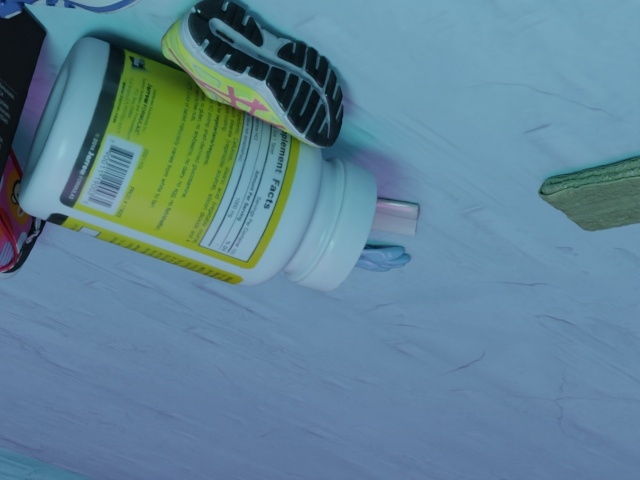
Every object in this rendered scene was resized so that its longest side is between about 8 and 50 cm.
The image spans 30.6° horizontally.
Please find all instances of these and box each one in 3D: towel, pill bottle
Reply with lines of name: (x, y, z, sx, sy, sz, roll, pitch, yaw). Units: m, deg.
towel: (0.319, -0.049, 1.244, 0.148, 0.027, 0.110, -15, 146, 41)
pill bottle: (-0.120, -0.063, 1.198, 0.334, 0.188, 0.188, 20, 154, -20)

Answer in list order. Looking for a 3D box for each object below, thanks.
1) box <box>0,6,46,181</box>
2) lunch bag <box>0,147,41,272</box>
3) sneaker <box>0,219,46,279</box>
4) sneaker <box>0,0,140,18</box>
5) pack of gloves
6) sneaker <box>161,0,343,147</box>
box: (-0.410, -0.067, 1.077, 0.191, 0.381, 0.143, 0, 156, 24)
lunch bag: (-0.483, -0.034, 1.348, 0.293, 0.120, 0.258, -9, 123, 12)
sneaker: (-0.472, -0.067, 1.458, 0.296, 0.104, 0.147, 31, 134, -25)
sneaker: (-0.242, -0.264, 0.890, 0.315, 0.127, 0.182, -5, 153, 34)
pack of gloves: (0.000, 0.000, 1.457, 0.232, 0.046, 0.195, 9, 154, 5)
sneaker: (-0.064, -0.156, 1.123, 0.208, 0.081, 0.094, 36, 153, -32)
